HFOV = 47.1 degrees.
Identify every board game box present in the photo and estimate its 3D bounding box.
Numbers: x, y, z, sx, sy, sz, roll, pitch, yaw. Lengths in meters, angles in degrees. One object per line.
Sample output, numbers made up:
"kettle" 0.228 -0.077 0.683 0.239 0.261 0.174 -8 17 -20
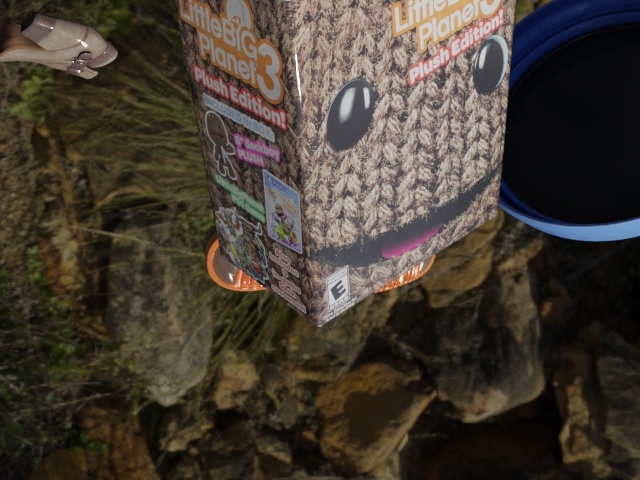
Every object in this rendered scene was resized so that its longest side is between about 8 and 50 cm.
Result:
"board game box" 0.030 -0.122 0.599 0.232 0.141 0.291 -30 132 -30

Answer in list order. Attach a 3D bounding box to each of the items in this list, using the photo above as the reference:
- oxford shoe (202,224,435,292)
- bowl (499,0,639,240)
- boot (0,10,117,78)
"oxford shoe" 0.000 0.000 1.136 0.133 0.363 0.130 -126 -138 -65
"bowl" 0.390 -0.179 1.004 0.077 0.391 0.391 39 50 -51
"boot" -0.252 -0.175 0.683 0.087 0.118 0.042 21 70 -50
